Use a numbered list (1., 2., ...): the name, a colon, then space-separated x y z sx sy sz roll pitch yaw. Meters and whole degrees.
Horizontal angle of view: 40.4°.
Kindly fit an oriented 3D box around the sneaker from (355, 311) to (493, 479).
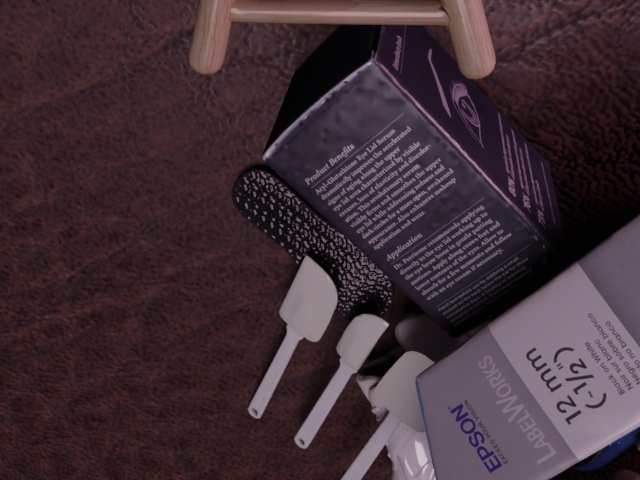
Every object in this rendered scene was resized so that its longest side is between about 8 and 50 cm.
1. sneaker: 0.086 0.159 0.830 0.115 0.090 0.232 16 115 6

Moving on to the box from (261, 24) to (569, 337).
1. box: 0.074 -0.059 0.646 0.207 0.153 0.108 43 118 -17

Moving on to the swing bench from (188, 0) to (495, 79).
1. swing bench: 0.017 -0.253 0.471 0.165 0.253 0.255 2 123 6

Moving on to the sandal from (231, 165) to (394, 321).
1. sandal: 0.000 0.000 0.765 0.179 0.040 0.067 44 113 -3

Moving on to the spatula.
1. spatula: 0.014 0.141 0.799 0.168 0.019 0.242 36 135 11

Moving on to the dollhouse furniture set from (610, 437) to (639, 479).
1. dollhouse furniture set: 0.407 0.192 0.760 0.242 0.161 0.212 24 129 2

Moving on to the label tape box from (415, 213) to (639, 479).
1. label tape box: 0.193 0.092 0.661 0.347 0.249 0.115 -40 73 28

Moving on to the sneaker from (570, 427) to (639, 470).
1. sneaker: 0.295 0.130 0.796 0.082 0.069 0.209 14 120 -45
